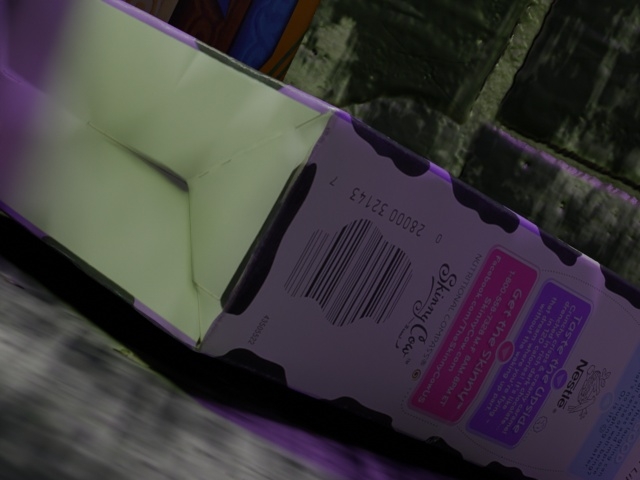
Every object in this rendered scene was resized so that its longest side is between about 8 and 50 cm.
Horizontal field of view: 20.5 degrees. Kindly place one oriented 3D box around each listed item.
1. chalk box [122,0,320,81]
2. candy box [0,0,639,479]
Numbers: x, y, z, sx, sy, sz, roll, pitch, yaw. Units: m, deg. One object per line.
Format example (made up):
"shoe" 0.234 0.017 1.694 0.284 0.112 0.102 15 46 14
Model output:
"chalk box" -0.091 -0.176 0.695 0.180 0.289 0.179 30 4 32
"candy box" 0.000 0.000 0.538 0.196 0.070 0.165 27 3 -44
